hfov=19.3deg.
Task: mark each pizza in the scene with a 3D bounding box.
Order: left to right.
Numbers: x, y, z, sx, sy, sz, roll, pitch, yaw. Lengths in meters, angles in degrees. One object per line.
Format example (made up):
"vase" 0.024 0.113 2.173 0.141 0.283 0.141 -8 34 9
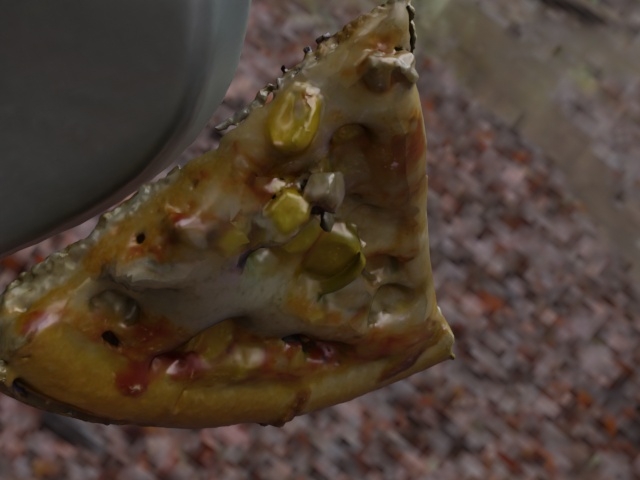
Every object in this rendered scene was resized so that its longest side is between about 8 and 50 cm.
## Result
"pizza" 0.000 0.000 0.603 0.184 0.176 0.036 10 37 -44

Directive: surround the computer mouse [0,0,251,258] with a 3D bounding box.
"computer mouse" -0.180 -0.069 0.620 0.197 0.331 0.095 67 12 6
